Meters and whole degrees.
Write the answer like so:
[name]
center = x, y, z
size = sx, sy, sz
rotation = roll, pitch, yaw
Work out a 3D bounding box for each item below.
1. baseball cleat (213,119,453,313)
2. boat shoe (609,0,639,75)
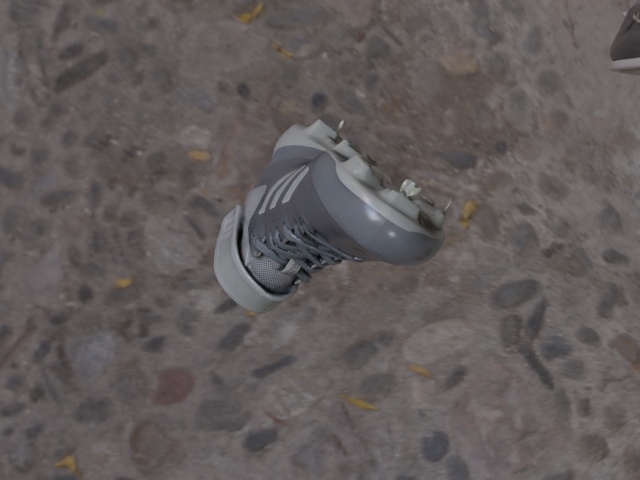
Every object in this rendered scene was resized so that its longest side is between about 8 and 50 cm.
[baseball cleat]
center = 0.000, 0.000, 0.579
size = 0.072, 0.206, 0.109
rotation = 34, 95, -13
[boat shoe]
center = 0.305, -0.186, 0.999
size = 0.112, 0.335, 0.095
rotation = 6, 99, 11
